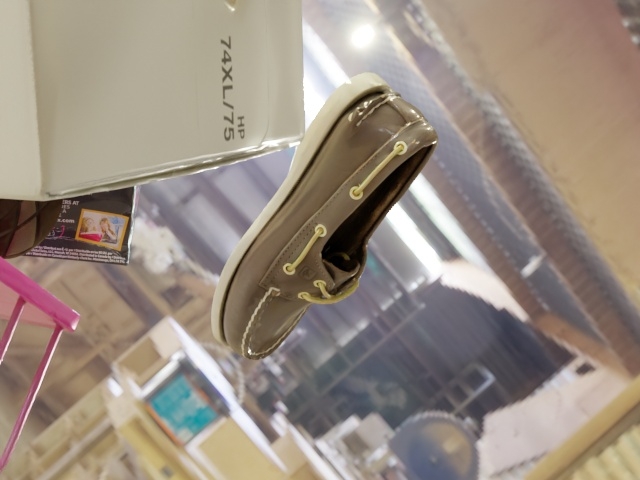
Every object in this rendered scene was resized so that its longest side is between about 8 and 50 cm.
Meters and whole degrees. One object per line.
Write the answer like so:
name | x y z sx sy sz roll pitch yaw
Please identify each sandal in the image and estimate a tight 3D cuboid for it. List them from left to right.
sandal | -0.304 -0.088 1.051 0.060 0.090 0.219 35 -37 53

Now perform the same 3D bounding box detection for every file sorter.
file sorter | -0.389 0.078 0.953 0.202 0.182 0.291 9 -21 23

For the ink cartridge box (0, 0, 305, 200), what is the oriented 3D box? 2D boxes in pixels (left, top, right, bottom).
ink cartridge box | -0.169 -0.133 0.508 0.270 0.198 0.197 4 12 28

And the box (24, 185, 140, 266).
box | -0.277 -0.096 1.230 0.247 0.163 0.142 -100 -162 -64

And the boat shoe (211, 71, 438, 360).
boat shoe | 0.000 0.000 1.068 0.096 0.324 0.116 43 26 24
